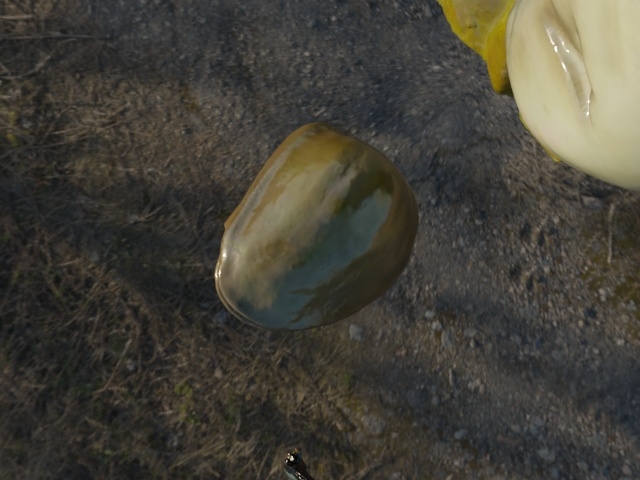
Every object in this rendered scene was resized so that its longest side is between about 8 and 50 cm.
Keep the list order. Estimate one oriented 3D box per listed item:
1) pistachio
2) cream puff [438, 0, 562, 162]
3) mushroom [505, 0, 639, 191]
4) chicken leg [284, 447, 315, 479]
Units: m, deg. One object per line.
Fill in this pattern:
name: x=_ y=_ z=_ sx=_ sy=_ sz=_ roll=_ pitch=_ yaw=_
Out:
pistachio: x=0.000 y=0.000 z=0.820 sx=0.212 sy=0.163 sz=0.260 roll=38 pitch=77 yaw=-7
cream puff: x=0.275 y=-0.222 z=0.643 sx=0.274 sy=0.270 sz=0.323 roll=-38 pitch=115 yaw=17
mushroom: x=0.179 y=-0.203 z=0.370 sx=0.336 sy=0.314 sz=0.314 roll=34 pitch=108 yaw=8
chicken leg: x=0.029 y=0.386 z=0.939 sx=0.253 sy=0.051 sz=0.106 roll=55 pitch=143 yaw=24
